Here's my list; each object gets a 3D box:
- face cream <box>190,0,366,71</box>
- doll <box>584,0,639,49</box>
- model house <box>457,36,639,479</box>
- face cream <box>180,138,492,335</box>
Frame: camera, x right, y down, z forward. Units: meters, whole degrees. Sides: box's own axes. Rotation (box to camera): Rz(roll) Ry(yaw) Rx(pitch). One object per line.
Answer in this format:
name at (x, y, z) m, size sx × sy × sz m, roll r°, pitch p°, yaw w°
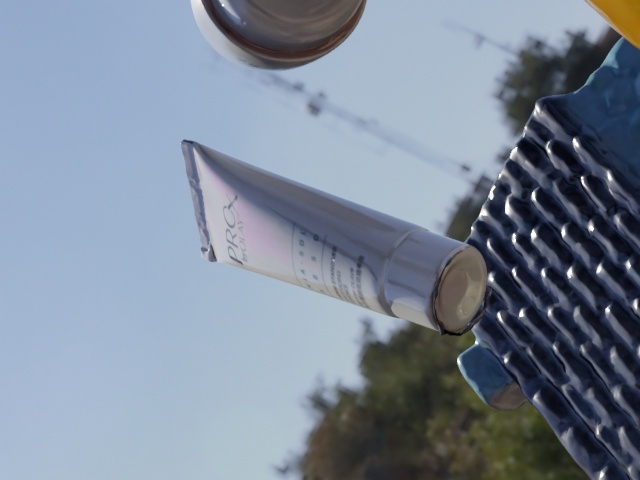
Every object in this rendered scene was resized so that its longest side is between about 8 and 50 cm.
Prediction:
face cream at (-0.029, -0.169, 1.105) m, size 0.117 × 0.117 × 0.104 m, roll -59°, pitch 9°, yaw -17°
doll at (0.141, -0.153, 0.390) m, size 0.236 × 0.213 × 0.213 m, roll -34°, pitch -26°, yaw -34°
model house at (0.291, 0.067, 1.181) m, size 0.339 × 0.360 × 0.297 m, roll -44°, pitch -35°, yaw 11°
face cream at (0.000, 0.000, 1.082) m, size 0.058 × 0.244 × 0.092 m, roll -29°, pitch -56°, yaw -39°
